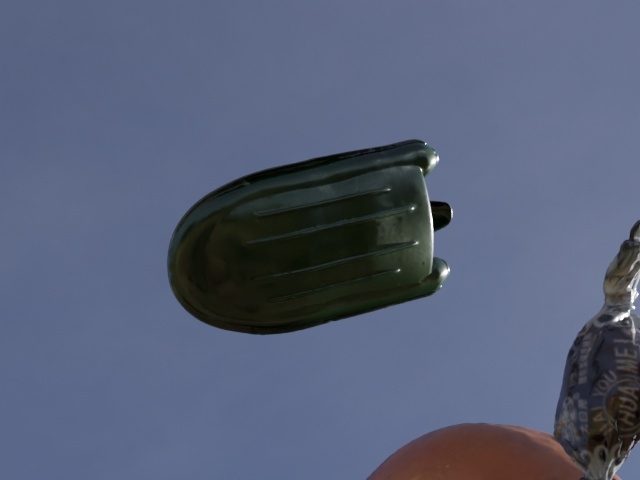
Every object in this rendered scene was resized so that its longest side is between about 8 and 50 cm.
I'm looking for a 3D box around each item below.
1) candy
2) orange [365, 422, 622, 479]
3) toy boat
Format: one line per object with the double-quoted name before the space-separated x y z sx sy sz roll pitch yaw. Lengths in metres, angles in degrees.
"candy" 0.152 0.095 1.075 0.051 0.226 0.094 22 -24 -10
"orange" 0.142 0.275 1.490 0.284 0.226 0.284 30 -31 20
"toy boat" 0.000 0.000 1.195 0.210 0.052 0.104 -13 -76 -33
